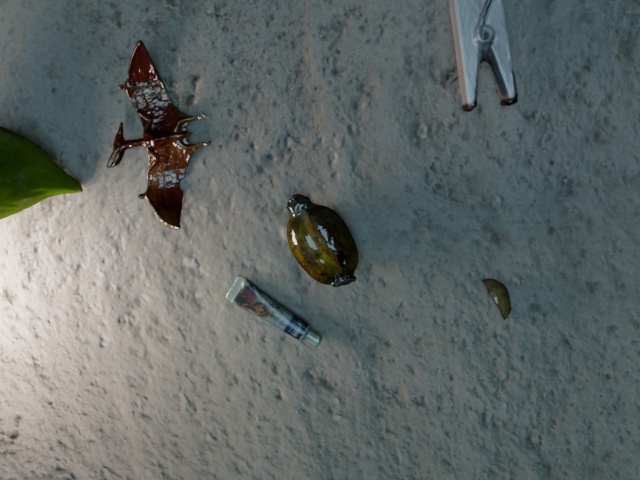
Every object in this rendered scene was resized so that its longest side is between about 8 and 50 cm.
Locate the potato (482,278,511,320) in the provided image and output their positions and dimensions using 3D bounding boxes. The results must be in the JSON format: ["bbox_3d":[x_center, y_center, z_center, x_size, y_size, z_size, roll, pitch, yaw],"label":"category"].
[{"bbox_3d":[0.363,0.114,1.683,0.036,0.037,0.093,-29,97,4],"label":"potato"}]

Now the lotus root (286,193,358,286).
[{"bbox_3d":[0.000,0.000,1.648,0.120,0.120,0.209,-30,97,9],"label":"lotus root"}]

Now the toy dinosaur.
[{"bbox_3d":[-0.317,-0.206,1.629,0.206,0.113,0.327,17,100,1],"label":"toy dinosaur"}]

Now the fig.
[{"bbox_3d":[-0.600,-0.128,1.637,0.275,0.206,0.206,10,103,-20],"label":"fig"}]

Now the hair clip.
[{"bbox_3d":[0.289,-0.408,1.559,0.101,0.085,0.331,-10,94,4],"label":"hair clip"}]

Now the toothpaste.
[{"bbox_3d":[-0.091,0.152,1.724,0.216,0.037,0.062,33,103,2],"label":"toothpaste"}]
